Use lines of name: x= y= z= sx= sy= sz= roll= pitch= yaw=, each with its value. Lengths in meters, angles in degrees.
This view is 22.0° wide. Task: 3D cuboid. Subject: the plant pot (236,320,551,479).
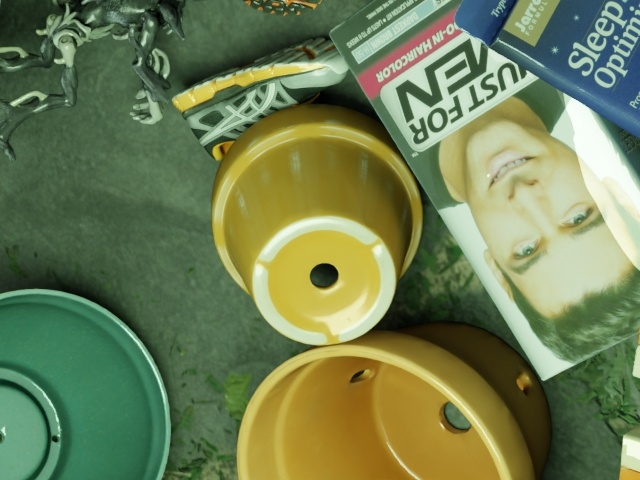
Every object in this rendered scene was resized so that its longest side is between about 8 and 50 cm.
plant pot: x=0.093 y=0.205 z=1.590 sx=0.291 sy=0.203 sz=0.290 roll=10 pitch=112 yaw=27

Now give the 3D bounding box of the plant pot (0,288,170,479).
plant pot: x=-0.339 y=0.212 z=1.827 sx=0.196 sy=0.293 sz=0.293 roll=-21 pitch=97 yaw=61

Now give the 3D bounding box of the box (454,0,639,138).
box: x=0.238 y=-0.182 z=1.379 sx=0.225 sy=0.036 sz=0.136 roll=30 pitch=81 yaw=-4

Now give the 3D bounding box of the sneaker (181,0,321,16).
sneaker: x=-0.095 y=-0.278 z=1.584 sx=0.221 sy=0.087 sz=0.083 roll=16 pitch=143 yaw=6

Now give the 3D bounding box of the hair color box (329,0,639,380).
hair color box: x=0.193 y=-0.085 z=1.481 sx=0.185 sy=0.113 sz=0.374 roll=-32 pitch=90 yaw=34

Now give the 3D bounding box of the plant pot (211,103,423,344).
plant pot: x=0.000 y=0.000 z=1.534 sx=0.205 sy=0.188 sz=0.205 roll=-1 pitch=114 yaw=-3

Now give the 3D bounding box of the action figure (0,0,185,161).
action figure: x=-0.224 y=-0.201 z=1.673 sx=0.276 sy=0.141 sz=0.164 roll=-30 pitch=62 yaw=-1

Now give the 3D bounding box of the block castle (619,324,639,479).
block castle: x=0.405 y=0.111 z=1.315 sx=0.213 sy=0.303 sz=0.453 roll=17 pitch=115 yaw=32

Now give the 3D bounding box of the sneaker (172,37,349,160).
sneaker: x=-0.049 y=-0.140 z=1.630 sx=0.215 sy=0.084 sz=0.083 roll=-14 pitch=103 yaw=43
